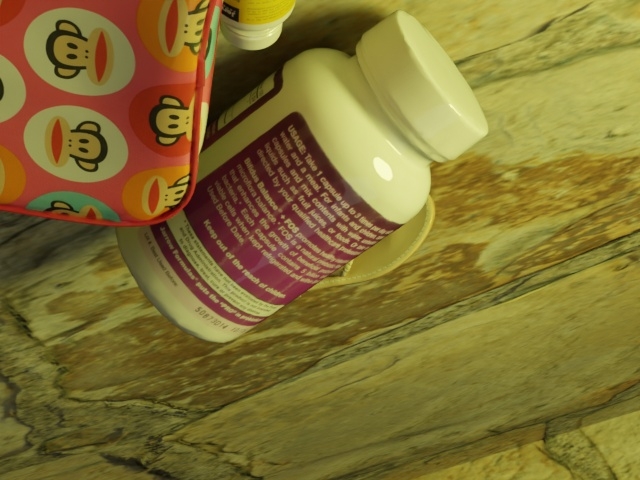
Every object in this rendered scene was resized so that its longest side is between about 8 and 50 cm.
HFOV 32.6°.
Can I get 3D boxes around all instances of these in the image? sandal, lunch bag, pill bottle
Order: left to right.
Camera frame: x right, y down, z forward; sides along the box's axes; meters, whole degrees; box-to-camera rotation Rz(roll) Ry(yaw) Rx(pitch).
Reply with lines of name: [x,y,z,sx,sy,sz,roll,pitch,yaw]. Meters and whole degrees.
lunch bag: [-0.188,-0.145,0.654,0.258,0.120,0.293,7,135,-11]
pill bottle: [-0.047,-0.191,0.780,0.065,0.065,0.116,-11,152,-11]
pill bottle: [-0.015,-0.055,0.928,0.301,0.169,0.169,-35,148,21]
sandal: [0.002,0.006,1.151,0.240,0.088,0.079,-23,158,23]
